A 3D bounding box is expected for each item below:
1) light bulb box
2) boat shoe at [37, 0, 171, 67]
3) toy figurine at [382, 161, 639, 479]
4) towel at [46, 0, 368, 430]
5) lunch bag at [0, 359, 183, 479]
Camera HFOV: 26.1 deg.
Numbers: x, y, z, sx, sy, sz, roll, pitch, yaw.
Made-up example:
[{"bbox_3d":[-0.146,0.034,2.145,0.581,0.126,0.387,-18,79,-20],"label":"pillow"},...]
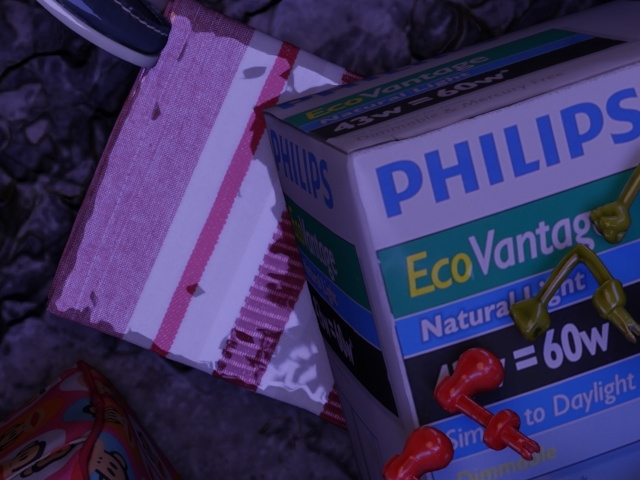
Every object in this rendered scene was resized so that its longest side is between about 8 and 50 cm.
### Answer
[{"bbox_3d":[0.190,0.046,0.883,0.357,0.225,0.361,-18,105,-11],"label":"light bulb box"},{"bbox_3d":[-0.186,-0.217,0.889,0.254,0.095,0.079,44,98,1],"label":"boat shoe"},{"bbox_3d":[0.172,0.161,0.738,0.362,0.191,0.217,-52,139,-8],"label":"toy figurine"},{"bbox_3d":[0.000,0.000,0.978,0.329,0.037,0.237,23,95,-11],"label":"towel"},{"bbox_3d":[-0.112,0.221,0.875,0.120,0.293,0.258,-37,101,-4],"label":"lunch bag"}]
